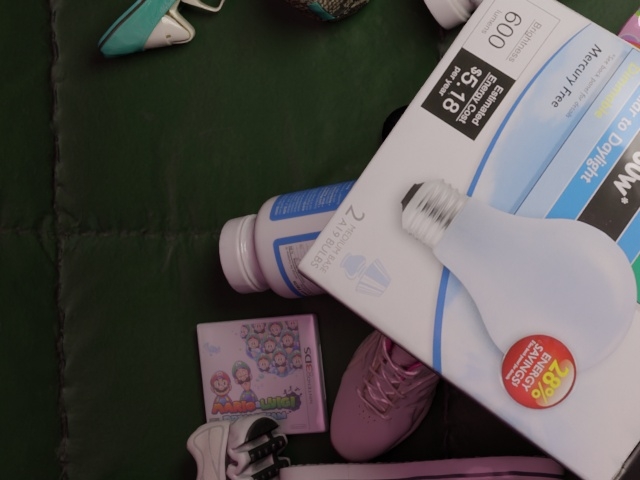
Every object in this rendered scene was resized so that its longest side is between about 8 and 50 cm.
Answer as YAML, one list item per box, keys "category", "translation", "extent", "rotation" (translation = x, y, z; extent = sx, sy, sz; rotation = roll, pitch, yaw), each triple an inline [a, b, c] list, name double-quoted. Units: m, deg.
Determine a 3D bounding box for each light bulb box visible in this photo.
- category: "light bulb box"
  translation: [0.241, 0.004, 1.389]
  extent: [0.361, 0.225, 0.358]
  rotation: [35, 92, 22]

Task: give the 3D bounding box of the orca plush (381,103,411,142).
- category: "orca plush"
  translation: [0.181, -0.062, 1.607]
  extent: [0.287, 0.102, 0.151]
  rotation: [47, 107, 12]

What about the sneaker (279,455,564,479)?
- category: "sneaker"
  translation: [0.116, 0.306, 1.617]
  extent: [0.321, 0.126, 0.128]
  rotation: [-6, 78, 12]

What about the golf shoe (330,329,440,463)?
- category: "golf shoe"
  translation: [0.091, 0.130, 1.629]
  extent: [0.115, 0.140, 0.306]
  rotation: [36, 107, 15]

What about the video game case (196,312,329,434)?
- category: "video game case"
  translation: [-0.071, 0.166, 1.755]
  extent: [0.157, 0.019, 0.143]
  rotation: [-6, 90, 21]

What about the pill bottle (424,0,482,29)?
- category: "pill bottle"
  translation: [0.210, -0.317, 1.579]
  extent: [0.208, 0.117, 0.118]
  rotation: [-26, 83, 19]

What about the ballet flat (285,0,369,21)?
- category: "ballet flat"
  translation: [-0.025, -0.491, 1.626]
  extent: [0.164, 0.182, 0.483]
  rotation: [-8, 89, 18]

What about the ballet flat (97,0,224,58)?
- category: "ballet flat"
  translation: [-0.169, -0.291, 1.744]
  extent: [0.087, 0.083, 0.247]
  rotation: [43, 108, -1]

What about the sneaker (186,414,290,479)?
- category: "sneaker"
  translation: [-0.094, 0.353, 1.733]
  extent: [0.118, 0.110, 0.292]
  rotation: [-5, 91, 33]

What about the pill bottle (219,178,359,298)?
- category: "pill bottle"
  translation: [0.000, 0.000, 1.663]
  extent: [0.221, 0.124, 0.124]
  rotation: [-9, 89, 26]

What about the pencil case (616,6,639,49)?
- category: "pencil case"
  translation: [0.430, -0.141, 1.506]
  extent: [0.284, 0.124, 0.124]
  rotation: [42, 105, 14]
